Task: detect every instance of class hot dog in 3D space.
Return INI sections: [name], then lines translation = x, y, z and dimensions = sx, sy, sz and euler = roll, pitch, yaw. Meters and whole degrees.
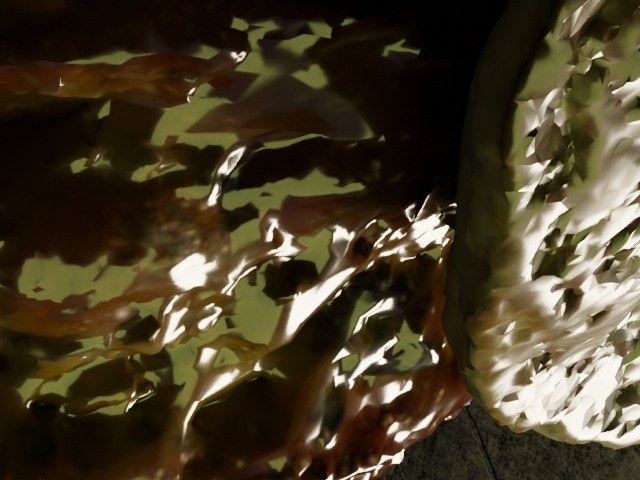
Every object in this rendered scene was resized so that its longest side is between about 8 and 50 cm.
[hot dog]
translation = -0.006, -0.037, 0.584
dimensions = 0.388, 0.174, 0.267
euler = -18, 142, -39

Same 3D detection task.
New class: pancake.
[pancake]
translation = 0.164, -0.091, 0.514
dimensions = 0.387, 0.082, 0.387
euler = -34, 145, -28
